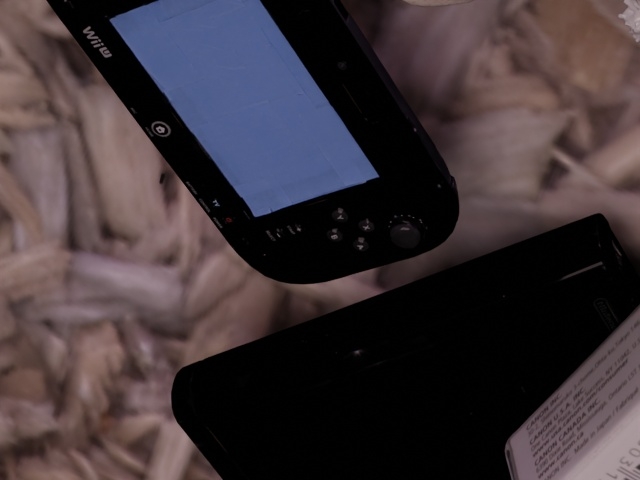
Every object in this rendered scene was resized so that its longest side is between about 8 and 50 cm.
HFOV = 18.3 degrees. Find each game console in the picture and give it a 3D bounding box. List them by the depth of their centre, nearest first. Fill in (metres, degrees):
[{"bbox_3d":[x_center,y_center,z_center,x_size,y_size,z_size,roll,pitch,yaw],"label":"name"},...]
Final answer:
[{"bbox_3d":[0.000,0.000,0.839,0.213,0.044,0.361,-22,123,22],"label":"game console"}]

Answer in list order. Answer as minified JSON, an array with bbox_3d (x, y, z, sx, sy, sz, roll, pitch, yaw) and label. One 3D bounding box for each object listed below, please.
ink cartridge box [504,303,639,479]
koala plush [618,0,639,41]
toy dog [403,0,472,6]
[{"bbox_3d":[0.254,0.066,0.823,0.239,0.060,0.275,29,118,-22],"label":"ink cartridge box"},{"bbox_3d":[0.179,-0.156,0.699,0.196,0.221,0.203,-29,57,4],"label":"koala plush"},{"bbox_3d":[-0.028,-0.250,0.806,0.333,0.161,0.220,20,111,-3],"label":"toy dog"}]
